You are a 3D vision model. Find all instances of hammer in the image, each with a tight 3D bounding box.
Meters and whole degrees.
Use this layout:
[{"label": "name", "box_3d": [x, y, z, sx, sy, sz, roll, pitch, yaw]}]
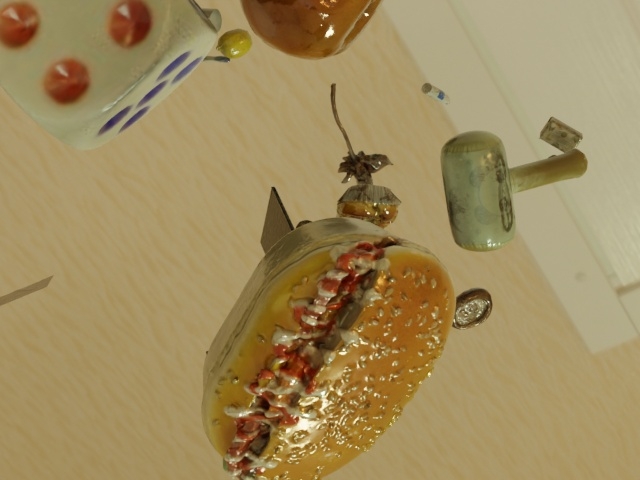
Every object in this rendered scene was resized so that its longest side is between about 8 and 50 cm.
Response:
[{"label": "hammer", "box_3d": [0.344, -0.108, 1.422, 0.305, 0.202, 0.113, -18, -161, -27]}]

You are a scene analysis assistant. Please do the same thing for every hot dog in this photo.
[{"label": "hot dog", "box_3d": [0.088, -0.058, 1.696, 0.131, 0.069, 0.252, 4, 169, -6]}]

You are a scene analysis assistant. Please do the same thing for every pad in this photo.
[{"label": "pad", "box_3d": [-0.682, 0.123, 1.823, 0.188, 0.006, 0.113, -22, -167, -5]}]

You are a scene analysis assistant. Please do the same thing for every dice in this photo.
[{"label": "dice", "box_3d": [-0.364, -0.342, 1.374, 0.304, 0.277, 0.304, -40, -177, 6]}]

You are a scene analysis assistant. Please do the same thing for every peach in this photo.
[{"label": "peach", "box_3d": [-0.029, -0.570, 1.850, 0.343, 0.302, 0.343, -49, 177, -4]}]

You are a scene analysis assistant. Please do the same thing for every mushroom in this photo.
[{"label": "mushroom", "box_3d": [0.354, 0.161, 1.990, 0.123, 0.123, 0.052, -34, -140, 2]}]

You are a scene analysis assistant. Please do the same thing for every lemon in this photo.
[{"label": "lemon", "box_3d": [-0.245, -0.555, 2.348, 0.111, 0.082, 0.082, -30, -165, -21]}]

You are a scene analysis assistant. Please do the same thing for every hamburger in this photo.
[{"label": "hamburger", "box_3d": [0.008, 0.119, 0.827, 0.295, 0.227, 0.151, -62, -144, 14]}]

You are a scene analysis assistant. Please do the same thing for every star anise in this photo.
[{"label": "star anise", "box_3d": [0.095, -0.248, 2.053, 0.148, 0.227, 0.218, -25, -118, -7]}]

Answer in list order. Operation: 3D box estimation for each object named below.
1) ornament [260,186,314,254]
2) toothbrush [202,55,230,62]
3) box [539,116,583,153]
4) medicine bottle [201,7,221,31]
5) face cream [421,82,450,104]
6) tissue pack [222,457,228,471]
[{"label": "ornament", "box_3d": [0.000, 0.000, 1.652, 0.196, 0.166, 0.153, -4, -135, -22]}, {"label": "toothbrush", "box_3d": [-0.347, -0.490, 2.266, 0.269, 0.027, 0.021, 7, -98, 38]}, {"label": "box", "box_3d": [0.616, -0.268, 2.128, 0.062, 0.098, 0.045, -62, 178, 30]}, {"label": "medicine bottle", "box_3d": [-0.363, -0.443, 1.652, 0.352, 0.110, 0.110, 8, -144, 20]}, {"label": "face cream", "box_3d": [0.331, -0.412, 2.352, 0.034, 0.034, 0.130, -24, 158, 30]}, {"label": "tissue pack", "box_3d": [-0.137, 0.534, 2.122, 0.229, 0.159, 0.145, -55, -157, 33]}]
